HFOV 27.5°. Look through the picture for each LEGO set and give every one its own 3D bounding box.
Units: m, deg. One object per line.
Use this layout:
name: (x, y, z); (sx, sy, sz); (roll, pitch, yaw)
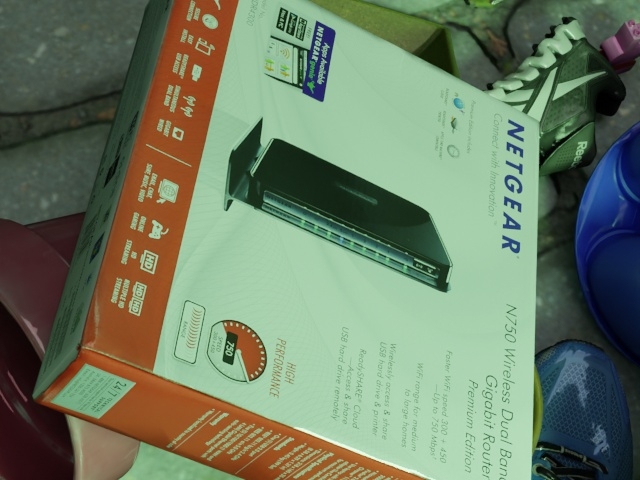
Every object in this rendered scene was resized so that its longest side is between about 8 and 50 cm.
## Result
LEGO set: (0.358, -0.169, 1.153); (0.227, 0.093, 0.087); (-18, 73, -18)

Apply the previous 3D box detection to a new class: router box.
router box: (0.000, 0.000, 0.868); (0.301, 0.082, 0.335); (24, 51, -20)

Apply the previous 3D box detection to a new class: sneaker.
sneaker: (0.176, 0.222, 0.926); (0.130, 0.147, 0.330); (15, 65, -5)
sneaker: (0.175, -0.089, 1.091); (0.106, 0.078, 0.234); (43, 64, 10)

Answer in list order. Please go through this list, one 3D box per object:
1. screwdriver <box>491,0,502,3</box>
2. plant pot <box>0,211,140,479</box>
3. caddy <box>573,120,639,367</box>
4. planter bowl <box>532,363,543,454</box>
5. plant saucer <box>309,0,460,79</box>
screwdriver: (0.229, -0.250, 1.199); (0.170, 0.025, 0.024); (-24, 74, -20)
plant pot: (-0.158, 0.061, 0.911); (0.180, 0.201, 0.201); (-29, 75, -37)
caddy: (0.376, 0.018, 1.038); (0.341, 0.179, 0.241); (19, 88, -4)
planter bowl: (0.046, 0.129, 0.958); (0.217, 0.090, 0.217); (3, 54, -4)
plant saucer: (0.014, -0.157, 1.063); (0.188, 0.045, 0.188); (16, 23, -5)
